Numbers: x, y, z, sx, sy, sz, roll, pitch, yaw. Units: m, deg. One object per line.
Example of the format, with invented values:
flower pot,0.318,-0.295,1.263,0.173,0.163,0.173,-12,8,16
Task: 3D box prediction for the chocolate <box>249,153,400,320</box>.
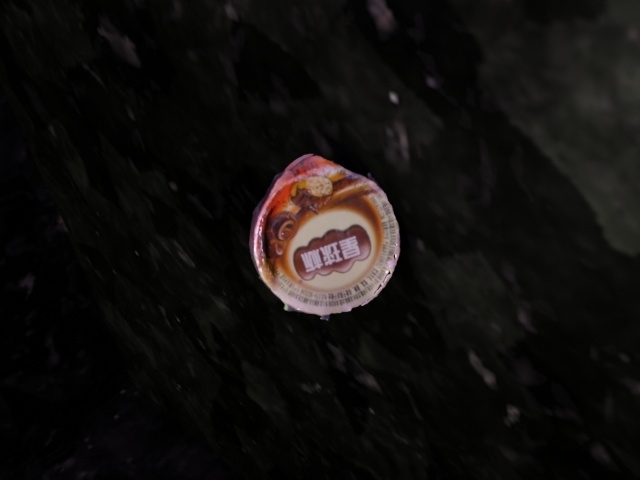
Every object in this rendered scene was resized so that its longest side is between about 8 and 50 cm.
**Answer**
chocolate,-0.006,-0.005,1.225,0.221,0.221,0.147,58,171,-8
